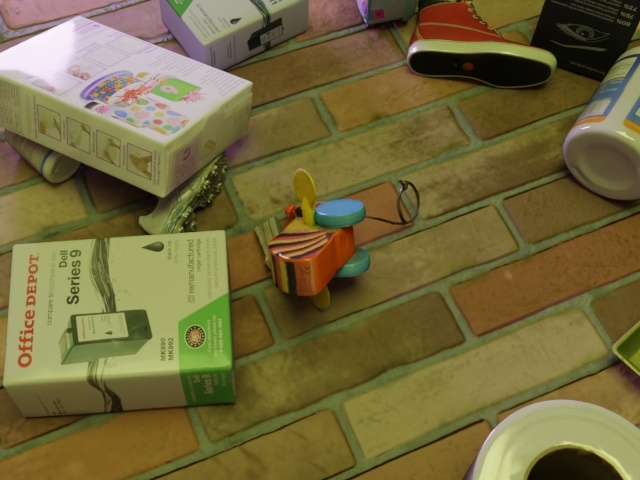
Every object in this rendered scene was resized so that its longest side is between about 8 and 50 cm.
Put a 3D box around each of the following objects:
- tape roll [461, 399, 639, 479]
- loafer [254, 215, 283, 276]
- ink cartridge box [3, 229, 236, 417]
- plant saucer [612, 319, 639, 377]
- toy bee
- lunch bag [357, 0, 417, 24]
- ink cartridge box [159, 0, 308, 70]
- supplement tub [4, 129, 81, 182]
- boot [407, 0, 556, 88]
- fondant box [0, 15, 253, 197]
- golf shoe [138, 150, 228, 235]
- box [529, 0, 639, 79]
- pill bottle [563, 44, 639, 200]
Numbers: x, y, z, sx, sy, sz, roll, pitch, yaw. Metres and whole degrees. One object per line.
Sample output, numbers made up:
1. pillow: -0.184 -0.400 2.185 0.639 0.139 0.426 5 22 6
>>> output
1. tape roll: 0.287 0.334 1.121 0.246 0.169 0.246 2 60 -3
2. loafer: -0.068 0.023 1.362 0.039 0.045 0.125 -23 55 13
3. ink cartridge box: -0.263 0.111 1.251 0.289 0.122 0.211 -4 60 -4
4. plant saucer: 0.527 0.168 1.299 0.188 0.045 0.188 -37 68 -21
5. toy bee: 0.000 0.000 1.328 0.162 0.298 0.195 6 93 32
6. lunch bag: 0.099 -0.522 1.581 0.107 0.224 0.279 -9 66 -4
7. ink cartridge box: -0.143 -0.389 1.565 0.208 0.087 0.153 -30 66 -19
8. supplement tub: -0.421 -0.144 1.421 0.107 0.071 0.071 40 66 17
9. boot: 0.278 -0.351 1.567 0.244 0.088 0.176 10 58 7
10. fondant box: -0.302 -0.209 1.388 0.330 0.096 0.238 22 38 17
11. golf shoe: -0.205 -0.075 1.397 0.086 0.069 0.176 22 60 17
12. box: 0.442 -0.380 1.518 0.153 0.207 0.108 21 61 8
13. pill bottle: 0.502 -0.205 1.453 0.152 0.152 0.272 31 63 15
